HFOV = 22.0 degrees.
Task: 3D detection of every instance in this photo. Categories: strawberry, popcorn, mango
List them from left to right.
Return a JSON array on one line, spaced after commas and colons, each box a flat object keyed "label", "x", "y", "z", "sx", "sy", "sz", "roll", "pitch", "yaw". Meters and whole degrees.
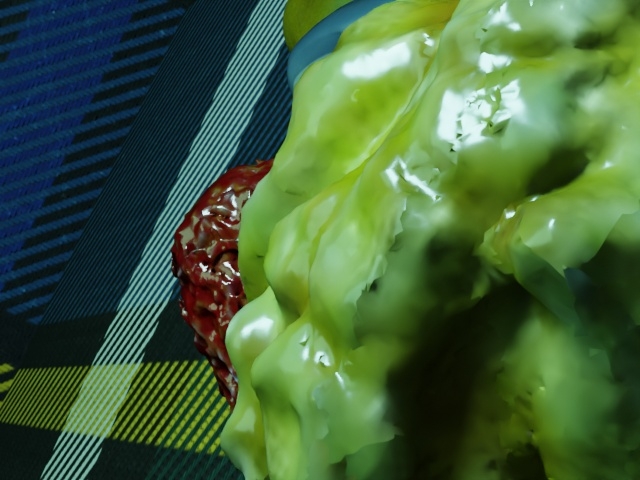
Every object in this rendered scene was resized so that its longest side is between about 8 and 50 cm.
[{"label": "strawberry", "x": -0.017, "y": 0.031, "z": 1.145, "sx": 0.234, "sy": 0.178, "sz": 0.234, "roll": -47, "pitch": 9, "yaw": 10}, {"label": "mango", "x": 0.024, "y": -0.218, "z": 1.631, "sx": 0.130, "sy": 0.092, "sz": 0.194, "roll": -59, "pitch": 20, "yaw": 10}, {"label": "popcorn", "x": 0.112, "y": 0.012, "z": 0.624, "sx": 0.335, "sy": 0.279, "sz": 0.274, "roll": -50, "pitch": 1, "yaw": -17}]

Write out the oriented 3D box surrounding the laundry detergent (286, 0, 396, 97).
[{"label": "laundry detergent", "x": 0.091, "y": -0.139, "z": 1.218, "sx": 0.094, "sy": 0.143, "sz": 0.290, "roll": -35, "pitch": 5, "yaw": -33}]
